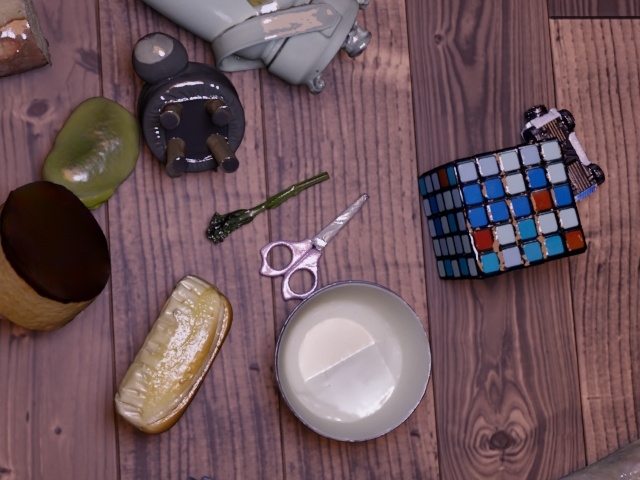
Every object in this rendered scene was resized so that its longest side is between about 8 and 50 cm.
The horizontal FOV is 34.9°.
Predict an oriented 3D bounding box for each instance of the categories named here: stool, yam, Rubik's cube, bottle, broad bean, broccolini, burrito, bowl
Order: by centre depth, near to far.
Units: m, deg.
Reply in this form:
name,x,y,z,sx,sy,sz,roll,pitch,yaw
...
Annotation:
name,x,y,z,sx,sy,sz,roll,pitch,yaw
yam,-0.522,-0.290,1.480,0.238,0.129,0.128,-16,123,-12
stool,-0.203,-0.185,1.489,0.153,0.139,0.228,-44,121,13
broad bean,-0.340,-0.127,1.517,0.124,0.082,0.174,37,79,-9
bottle,-0.098,-0.356,1.531,0.351,0.229,0.229,35,79,-9
bowl,0.038,0.182,1.539,0.237,0.126,0.238,1,84,-11
Rubik's cube,0.276,-0.044,1.580,0.182,0.187,0.184,-13,90,-13
broccolini,-0.080,-0.053,1.590,0.218,0.044,0.042,-24,74,-18
burrito,0.518,0.401,1.628,0.347,0.107,0.175,-23,76,-14

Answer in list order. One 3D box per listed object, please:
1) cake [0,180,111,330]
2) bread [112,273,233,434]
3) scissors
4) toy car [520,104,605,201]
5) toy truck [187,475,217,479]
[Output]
name,x,y,z,sx,sy,sz,roll,pitch,yaw
cake,-0.421,0.033,1.448,0.178,0.185,0.208,-23,115,28
bread,-0.210,0.167,1.485,0.106,0.140,0.236,28,80,-4
scissors,0.000,0.000,1.603,0.212,0.021,0.110,-44,91,-12
toy car,0.389,-0.144,1.668,0.080,0.070,0.171,-30,93,-12
toy truck,-0.120,0.416,1.502,0.192,0.092,0.083,24,80,-8
